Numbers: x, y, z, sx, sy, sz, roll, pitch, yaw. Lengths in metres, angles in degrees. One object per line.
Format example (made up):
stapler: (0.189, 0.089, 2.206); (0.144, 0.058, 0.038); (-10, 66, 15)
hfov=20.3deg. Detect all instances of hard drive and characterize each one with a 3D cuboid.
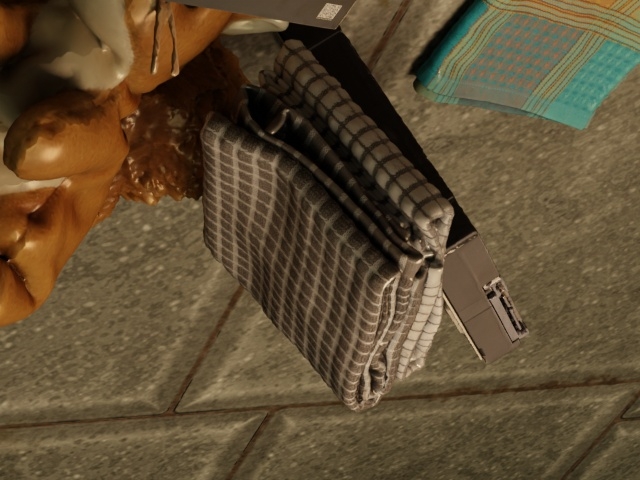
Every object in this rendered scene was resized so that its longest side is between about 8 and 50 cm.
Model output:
hard drive: (0.076, -0.060, 1.741); (0.064, 0.339, 0.237); (-33, 148, 1)

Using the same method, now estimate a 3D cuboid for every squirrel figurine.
squirrel figurine: (-0.204, -0.146, 1.576); (0.370, 0.281, 0.397); (-46, 167, 9)

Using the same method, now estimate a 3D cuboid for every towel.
towel: (0.000, 0.000, 1.567); (0.121, 0.235, 0.284); (-33, 157, -19)
towel: (0.295, -0.258, 1.865); (0.271, 0.040, 0.370); (8, 137, -40)

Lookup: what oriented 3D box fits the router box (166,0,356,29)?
router box: (-0.129, -0.293, 1.367); (0.308, 0.243, 0.081); (5, 139, -35)
